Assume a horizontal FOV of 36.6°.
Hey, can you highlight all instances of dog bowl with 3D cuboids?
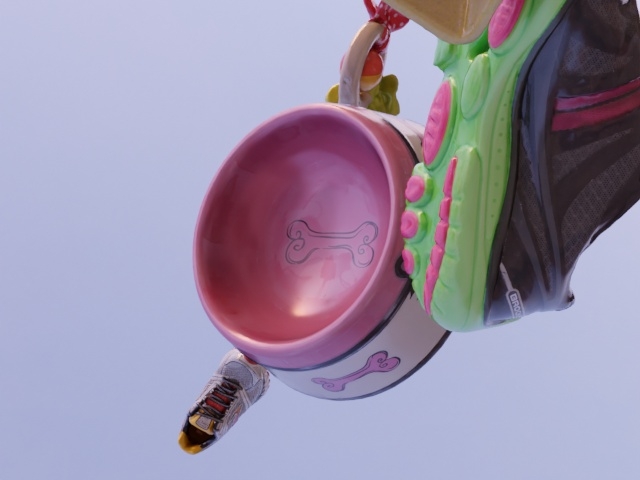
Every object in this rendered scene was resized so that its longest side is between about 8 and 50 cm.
[{"bbox_3d":[0.000,0.000,1.287,0.150,0.408,0.408,25,-128,-50],"label":"dog bowl"}]

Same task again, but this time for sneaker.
[{"bbox_3d":[-0.153,0.260,1.516,0.088,0.225,0.093,35,-147,6],"label":"sneaker"},{"bbox_3d":[0.216,-0.138,0.871,0.202,0.483,0.185,4,-151,-20],"label":"sneaker"}]

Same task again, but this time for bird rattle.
[{"bbox_3d":[0.095,-0.326,1.757,0.143,0.253,0.207,25,-146,9],"label":"bird rattle"}]

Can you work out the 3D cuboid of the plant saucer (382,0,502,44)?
[{"bbox_3d":[0.052,-0.357,0.680,0.333,0.333,0.081,34,-132,4],"label":"plant saucer"}]
